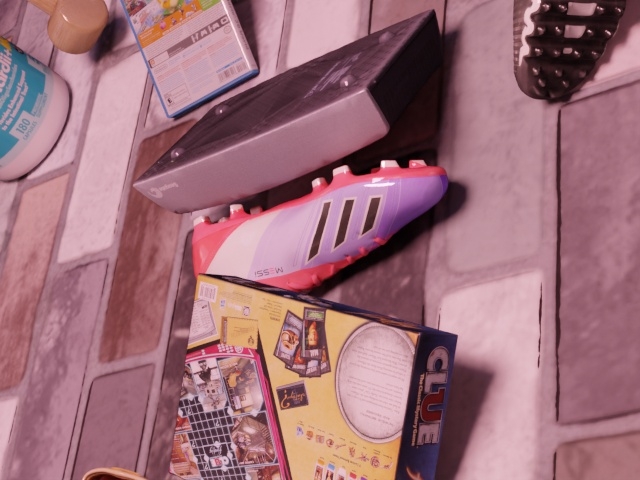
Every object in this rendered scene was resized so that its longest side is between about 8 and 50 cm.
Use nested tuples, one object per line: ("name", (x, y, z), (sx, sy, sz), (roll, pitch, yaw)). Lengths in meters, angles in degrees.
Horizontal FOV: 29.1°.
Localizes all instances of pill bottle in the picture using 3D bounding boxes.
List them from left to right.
("pill bottle", (-0.421, -0.185, 1.368), (0.146, 0.264, 0.146), (-24, 51, 33))

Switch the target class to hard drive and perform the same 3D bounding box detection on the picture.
("hard drive", (-0.023, -0.102, 1.037), (0.254, 0.054, 0.172), (-18, 22, 36))

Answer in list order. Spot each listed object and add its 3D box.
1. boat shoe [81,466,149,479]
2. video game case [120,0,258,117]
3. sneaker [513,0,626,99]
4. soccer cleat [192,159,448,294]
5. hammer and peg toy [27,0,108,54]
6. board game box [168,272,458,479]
("boat shoe", (-0.137, 0.226, 0.983), (0.170, 0.059, 0.063), (13, 75, 48))
("video game case", (-0.139, -0.221, 1.234), (0.119, 0.015, 0.166), (-23, 88, 33))
("sneaker", (0.178, -0.224, 0.914), (0.106, 0.078, 0.234), (-132, 47, -62))
("soccer cleat", (0.000, 0.000, 0.996), (0.248, 0.083, 0.095), (-16, 85, 31))
("hammer and peg toy", (-0.285, -0.413, 1.387), (0.127, 0.266, 0.361), (-29, 43, 54))
("board game box", (-0.015, 0.124, 0.903), (0.243, 0.042, 0.165), (13, 95, 47))
